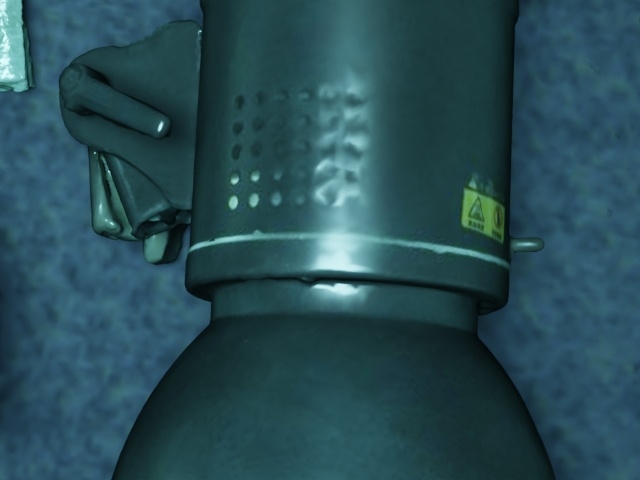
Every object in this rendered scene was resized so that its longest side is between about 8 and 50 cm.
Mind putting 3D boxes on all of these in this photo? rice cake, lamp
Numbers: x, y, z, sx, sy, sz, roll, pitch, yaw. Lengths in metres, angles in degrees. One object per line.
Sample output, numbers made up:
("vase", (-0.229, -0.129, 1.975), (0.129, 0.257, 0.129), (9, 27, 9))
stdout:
("rice cake", (-0.107, -0.109, 0.593), (0.022, 0.021, 0.121), (-2, 90, -6))
("lamp", (0.000, 0.000, 0.544), (0.172, 0.147, 0.227), (-3, 79, 22))
